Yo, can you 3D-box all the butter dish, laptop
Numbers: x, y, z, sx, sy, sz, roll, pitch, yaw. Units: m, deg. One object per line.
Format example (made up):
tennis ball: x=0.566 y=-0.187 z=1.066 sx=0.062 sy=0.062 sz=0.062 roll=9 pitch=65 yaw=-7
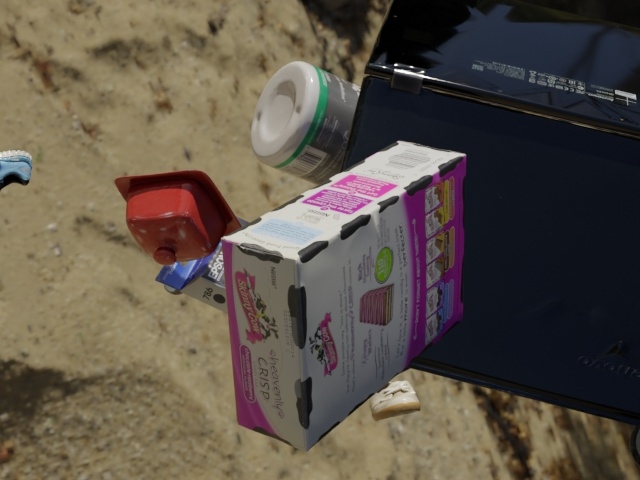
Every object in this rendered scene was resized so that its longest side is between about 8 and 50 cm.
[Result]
butter dish: x=-0.219 y=-0.016 z=1.594 sx=0.160 sy=0.160 sz=0.118 roll=61 pitch=33 yaw=-48
laptop: x=0.219 y=-0.063 z=1.128 sx=0.408 sy=0.382 sz=0.236 roll=-71 pitch=174 yaw=-54

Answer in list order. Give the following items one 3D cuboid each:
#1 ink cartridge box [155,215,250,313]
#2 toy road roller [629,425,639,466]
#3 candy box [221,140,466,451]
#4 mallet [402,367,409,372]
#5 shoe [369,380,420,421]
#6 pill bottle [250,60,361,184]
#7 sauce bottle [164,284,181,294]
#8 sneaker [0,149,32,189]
ink cartridge box: x=-0.092 y=0.066 z=1.802 sx=0.165 sy=0.333 sz=0.065 roll=-67 pitch=180 yaw=-45
toy road roller: x=0.610 y=0.348 z=1.497 sx=0.202 sy=0.241 sz=0.329 roll=27 pitch=37 yaw=-43
candy box: x=0.027 y=0.034 z=0.838 sx=0.233 sy=0.071 sz=0.159 roll=-32 pitch=128 yaw=-47
mallet: x=0.051 y=0.064 z=1.197 sx=0.189 sy=0.062 sz=0.039 roll=53 pitch=-7 yaw=10
shoe: x=0.114 y=0.261 z=1.778 sx=0.219 sy=0.077 sz=0.058 roll=126 pitch=-50 yaw=-80
pill bottle: x=0.065 y=-0.187 z=2.060 sx=0.361 sy=0.204 sz=0.204 roll=19 pitch=45 yaw=-32
sauce bottle: x=-0.257 y=0.078 z=1.945 sx=0.128 sy=0.042 sz=0.042 roll=-51 pitch=121 yaw=-89
sneaker: x=-0.610 y=-0.123 z=1.976 sx=0.063 sy=0.162 sz=0.073 roll=125 pitch=-44 yaw=-65
